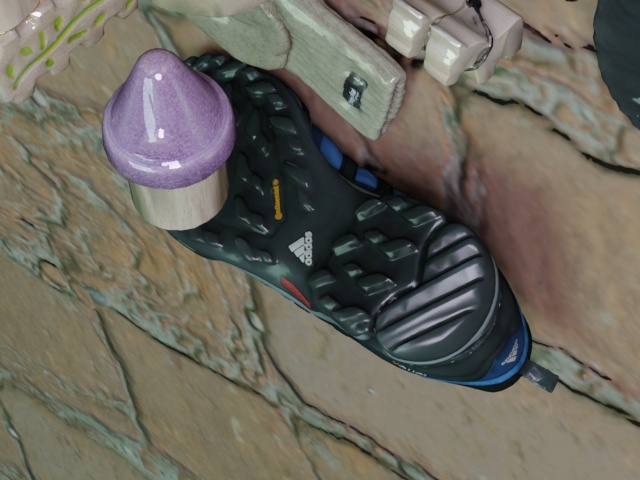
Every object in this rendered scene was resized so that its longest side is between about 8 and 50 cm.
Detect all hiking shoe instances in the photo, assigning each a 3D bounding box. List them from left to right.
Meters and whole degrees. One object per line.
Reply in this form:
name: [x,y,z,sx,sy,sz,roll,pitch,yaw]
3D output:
hiking shoe: [0.000,0.000,1.182,0.304,0.113,0.132,40,178,38]

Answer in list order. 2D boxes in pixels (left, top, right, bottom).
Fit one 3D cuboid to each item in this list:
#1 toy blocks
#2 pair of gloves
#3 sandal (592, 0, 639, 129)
toy blocks: [-0.061,-0.206,0.795,0.309,0.288,0.260,39,157,23]
pair of gloves: [-0.029,-0.172,1.069,0.204,0.042,0.240,33,156,16]
sandal: [0.286,0.019,0.794,0.445,0.107,0.167,29,149,29]
